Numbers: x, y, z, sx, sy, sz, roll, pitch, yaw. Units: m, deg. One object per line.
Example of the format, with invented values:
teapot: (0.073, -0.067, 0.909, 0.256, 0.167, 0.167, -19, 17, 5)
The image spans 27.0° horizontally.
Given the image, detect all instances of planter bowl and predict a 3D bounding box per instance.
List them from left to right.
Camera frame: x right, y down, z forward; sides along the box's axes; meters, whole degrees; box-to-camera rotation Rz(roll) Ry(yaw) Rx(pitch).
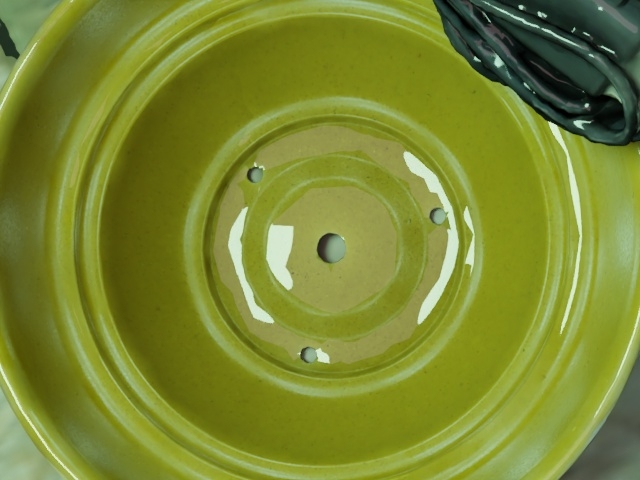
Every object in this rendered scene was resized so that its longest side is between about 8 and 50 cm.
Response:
planter bowl: (0.000, 0.000, 0.455, 0.217, 0.090, 0.217, -1, 85, 7)

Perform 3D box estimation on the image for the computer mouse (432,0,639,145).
computer mouse: (0.095, -0.175, 0.350, 0.188, 0.072, 0.272, 42, 103, 11)
